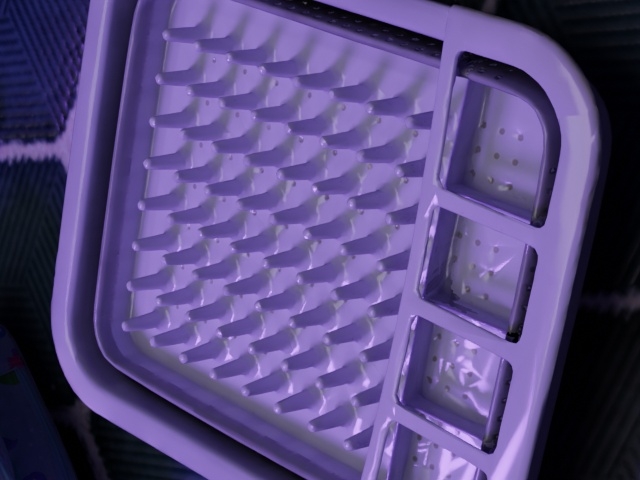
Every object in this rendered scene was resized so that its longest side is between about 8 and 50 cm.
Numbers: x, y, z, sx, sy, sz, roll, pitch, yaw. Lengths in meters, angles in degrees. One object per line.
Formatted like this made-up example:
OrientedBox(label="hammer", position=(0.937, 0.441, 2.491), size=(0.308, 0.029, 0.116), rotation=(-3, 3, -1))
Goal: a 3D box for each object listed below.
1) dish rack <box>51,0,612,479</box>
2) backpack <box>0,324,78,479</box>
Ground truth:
OrientedBox(label="dish rack", position=(0.000, 0.000, 0.823), size=(0.332, 0.072, 0.286), rotation=(23, 112, 36))
OrientedBox(label="backpack", position=(-0.266, 0.182, 1.002), size=(0.225, 0.191, 0.254), rotation=(-47, 60, 38))
